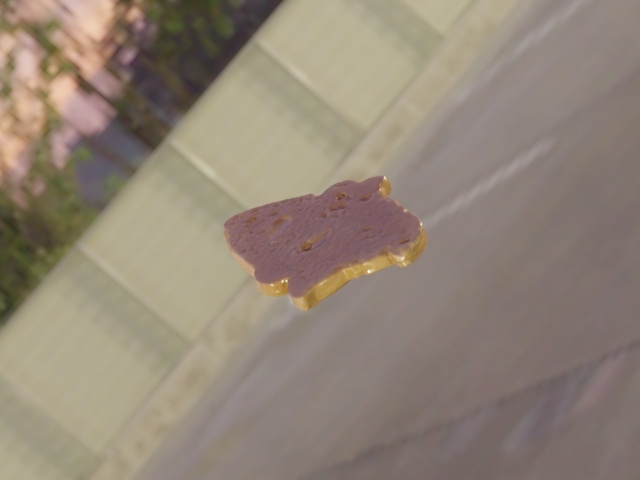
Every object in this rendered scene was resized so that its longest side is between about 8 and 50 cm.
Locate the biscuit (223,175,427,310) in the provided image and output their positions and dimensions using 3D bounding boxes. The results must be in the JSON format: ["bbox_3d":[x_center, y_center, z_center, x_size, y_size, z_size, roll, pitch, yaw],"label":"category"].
[{"bbox_3d":[0.000,0.000,1.762,0.250,0.035,0.162,9,45,46],"label":"biscuit"}]
